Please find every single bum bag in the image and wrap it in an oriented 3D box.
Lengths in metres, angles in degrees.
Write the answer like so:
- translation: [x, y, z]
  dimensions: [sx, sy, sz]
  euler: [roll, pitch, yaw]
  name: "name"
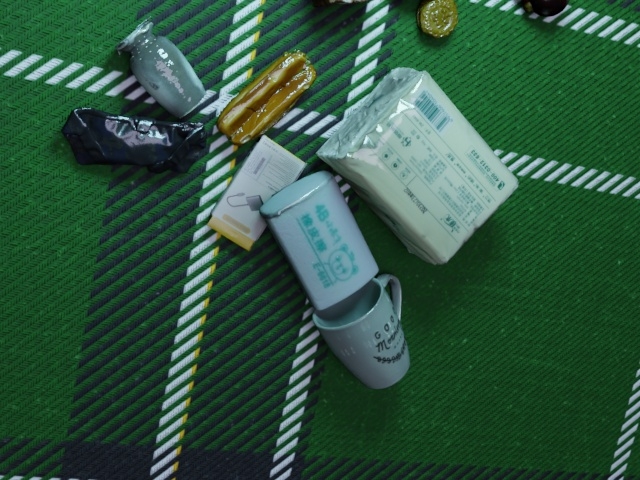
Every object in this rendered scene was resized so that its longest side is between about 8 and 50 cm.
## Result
- translation: [-0.402, -0.212, 1.837]
  dimensions: [0.309, 0.074, 0.137]
  euler: [6, 123, -14]
  name: "bum bag"

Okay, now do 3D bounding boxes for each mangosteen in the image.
- translation: [0.532, -0.603, 2.034]
  dimensions: [0.140, 0.140, 0.140]
  euler: [-4, 103, -17]
  name: "mangosteen"

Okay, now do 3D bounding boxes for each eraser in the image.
- translation: [0.000, 0.000, 1.985]
  dimensions: [0.189, 0.104, 0.290]
  euler: [-36, 118, -15]
  name: "eraser"

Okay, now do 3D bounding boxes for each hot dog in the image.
- translation: [-0.118, -0.318, 1.907]
  dimensions: [0.269, 0.072, 0.115]
  euler: [-41, 110, -7]
  name: "hot dog"

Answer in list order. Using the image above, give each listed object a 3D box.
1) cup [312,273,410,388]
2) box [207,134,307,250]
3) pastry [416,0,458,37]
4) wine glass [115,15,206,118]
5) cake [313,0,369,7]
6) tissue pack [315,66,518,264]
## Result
- translation: [0.134, 0.208, 2.069]
  dimensions: [0.258, 0.186, 0.234]
  euler: [-50, 123, -32]
  name: "cup"
- translation: [-0.151, -0.111, 1.963]
  dimensions: [0.129, 0.033, 0.247]
  euler: [34, 90, -23]
  name: "box"
- translation: [0.275, -0.530, 1.997]
  dimensions: [0.109, 0.057, 0.097]
  euler: [-40, 116, -4]
  name: "pastry"
- translation: [-0.337, -0.364, 1.805]
  dimensions: [0.111, 0.111, 0.204]
  euler: [-41, 110, -5]
  name: "wine glass"
- translation: [0.056, -0.587, 1.868]
  dimensions: [0.147, 0.135, 0.135]
  euler: [-14, 107, -10]
  name: "cake"
- translation: [0.227, -0.170, 1.979]
  dimensions: [0.297, 0.207, 0.380]
  euler: [-45, 111, -6]
  name: "tissue pack"
